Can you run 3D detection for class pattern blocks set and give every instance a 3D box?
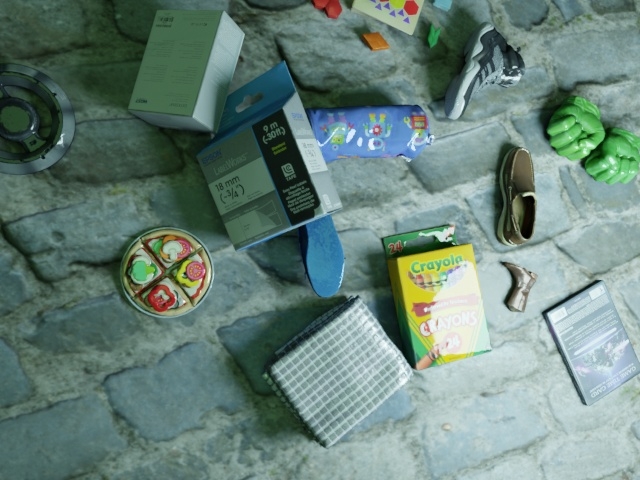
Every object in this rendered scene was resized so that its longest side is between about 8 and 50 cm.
[{"bbox_3d":[0.166,-0.606,1.233,0.324,0.026,0.286,29,82,-9],"label":"pattern blocks set"}]

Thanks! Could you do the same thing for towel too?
[{"bbox_3d":[0.039,0.295,1.116,0.283,0.121,0.235,-37,94,-11],"label":"towel"}]

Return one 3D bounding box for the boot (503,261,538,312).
[{"bbox_3d":[0.496,0.122,1.269,0.106,0.037,0.114,26,87,-8],"label":"boot"}]

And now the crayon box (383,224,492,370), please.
[{"bbox_3d":[0.280,0.131,1.197,0.202,0.081,0.319,-11,89,-12],"label":"crayon box"}]

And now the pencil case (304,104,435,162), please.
[{"bbox_3d":[0.104,-0.247,1.157,0.305,0.119,0.133,-5,97,-13],"label":"pencil case"}]

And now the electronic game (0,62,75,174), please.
[{"bbox_3d":[-0.637,-0.252,1.031,0.229,0.048,0.230,-1,93,-18],"label":"electronic game"}]

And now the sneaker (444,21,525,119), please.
[{"bbox_3d":[0.419,-0.405,1.240,0.153,0.101,0.269,24,80,-7],"label":"sneaker"}]

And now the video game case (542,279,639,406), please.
[{"bbox_3d":[0.726,0.270,1.316,0.195,0.026,0.275,-26,94,-12],"label":"video game case"}]

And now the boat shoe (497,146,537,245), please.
[{"bbox_3d":[0.514,-0.114,1.251,0.095,0.095,0.258,4,87,-12],"label":"boat shoe"}]

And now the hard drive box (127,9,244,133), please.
[{"bbox_3d":[-0.285,-0.359,1.051,0.180,0.089,0.233,13,83,24],"label":"hard drive box"}]

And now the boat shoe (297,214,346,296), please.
[{"bbox_3d":[0.000,0.000,1.140,0.108,0.089,0.259,-3,85,-14],"label":"boat shoe"}]

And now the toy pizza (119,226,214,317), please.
[{"bbox_3d":[-0.337,0.070,1.090,0.201,0.032,0.202,1,87,-12],"label":"toy pizza"}]

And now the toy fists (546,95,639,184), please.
[{"bbox_3d":[0.725,-0.254,1.305,0.279,0.096,0.142,31,82,-11],"label":"toy fists"}]

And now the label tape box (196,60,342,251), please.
[{"bbox_3d":[-0.130,-0.175,1.045,0.240,0.106,0.334,-22,92,27],"label":"label tape box"}]
